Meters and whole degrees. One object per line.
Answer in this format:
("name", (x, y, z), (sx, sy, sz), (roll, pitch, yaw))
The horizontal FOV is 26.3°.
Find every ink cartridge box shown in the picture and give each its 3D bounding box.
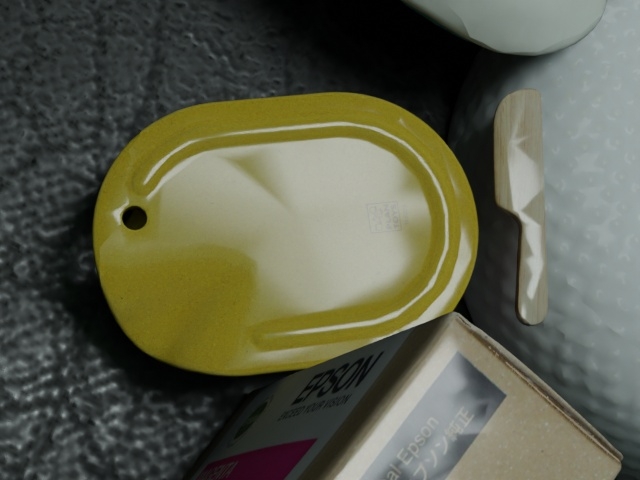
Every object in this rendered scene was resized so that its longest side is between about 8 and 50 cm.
("ink cartridge box", (-0.020, 0.140, 0.530), (0.088, 0.234, 0.193), (42, 66, -6))

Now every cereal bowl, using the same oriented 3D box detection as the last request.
("cereal bowl", (0.245, -0.029, 0.719), (0.339, 0.141, 0.339), (5, 74, -18))

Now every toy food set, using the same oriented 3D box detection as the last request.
("toy food set", (0.000, 0.000, 0.656), (0.217, 0.071, 0.128), (-5, 79, -12))

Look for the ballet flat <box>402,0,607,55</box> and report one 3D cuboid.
("ballet flat", (0.004, -0.262, 0.647), (0.139, 0.139, 0.400), (-32, 77, -23))
